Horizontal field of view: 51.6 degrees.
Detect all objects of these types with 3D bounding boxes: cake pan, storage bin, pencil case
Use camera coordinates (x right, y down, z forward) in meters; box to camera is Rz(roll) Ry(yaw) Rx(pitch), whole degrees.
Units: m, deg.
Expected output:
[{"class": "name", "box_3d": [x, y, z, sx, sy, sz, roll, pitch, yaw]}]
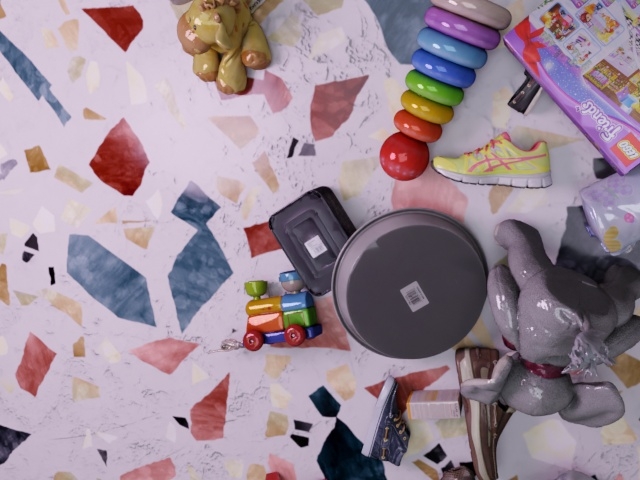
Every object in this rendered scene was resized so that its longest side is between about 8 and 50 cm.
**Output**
[{"class": "cake pan", "box_3d": [0.167, 0.088, 1.191, 0.293, 0.054, 0.294, -1, 105, -4]}, {"class": "storage bin", "box_3d": [0.000, 0.000, 1.257, 0.122, 0.084, 0.180, -32, 90, 19]}, {"class": "pencil case", "box_3d": [0.560, -0.081, 1.061, 0.273, 0.113, 0.124, -28, 63, 17]}]

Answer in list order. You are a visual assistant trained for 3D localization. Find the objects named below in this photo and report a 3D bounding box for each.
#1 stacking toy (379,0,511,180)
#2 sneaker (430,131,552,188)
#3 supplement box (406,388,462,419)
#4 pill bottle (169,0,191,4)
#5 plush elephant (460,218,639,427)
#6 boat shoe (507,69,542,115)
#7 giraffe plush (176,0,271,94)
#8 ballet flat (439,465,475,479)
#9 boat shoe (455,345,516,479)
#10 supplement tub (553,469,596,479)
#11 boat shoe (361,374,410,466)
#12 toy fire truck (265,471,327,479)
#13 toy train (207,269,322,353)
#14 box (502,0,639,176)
[{"class": "stacking toy", "box_3d": [0.196, -0.253, 1.134, 0.141, 0.141, 0.331, 25, 111, 10]}, {"class": "sneaker", "box_3d": [0.297, -0.143, 1.151, 0.208, 0.081, 0.094, 3, 101, 4]}, {"class": "supplement box", "box_3d": [0.219, 0.313, 1.264, 0.098, 0.062, 0.036, -6, 98, 18]}, {"class": "pill bottle", "box_3d": [-0.324, -0.588, 1.187, 0.181, 0.181, 0.323, -41, 88, 19]}, {"class": "plush elephant", "box_3d": [0.378, 0.175, 1.100, 0.271, 0.330, 0.256, 20, 125, 2]}, {"class": "boat shoe", "box_3d": [0.365, -0.278, 1.117, 0.042, 0.049, 0.133, 29, 111, 1]}, {"class": "giraffe plush", "box_3d": [-0.184, -0.380, 1.191, 0.181, 0.170, 0.210, 34, 108, 8]}, {"class": "ballet flat", "box_3d": [0.218, 0.533, 1.315, 0.084, 0.058, 0.250, 22, 116, -26]}, {"class": "boat shoe", "box_3d": [0.315, 0.323, 1.224, 0.095, 0.095, 0.258, -9, 97, 11]}, {"class": "supplement tub", "box_3d": [0.410, 0.599, 1.188, 0.207, 0.207, 0.338, 39, 108, 6]}, {"class": "boat shoe", "box_3d": [0.143, 0.354, 1.297, 0.083, 0.065, 0.184, 17, 111, 11]}, {"class": "toy fire truck", "box_3d": [-0.037, 0.533, 1.340, 0.135, 0.192, 0.047, -4, 102, -12]}, {"class": "toy train", "box_3d": [-0.128, 0.143, 1.317, 0.247, 0.105, 0.144, -10, 87, 18]}, {"class": "box", "box_3d": [0.457, -0.275, 1.029, 0.201, 0.057, 0.293, -40, 80, 16]}]
